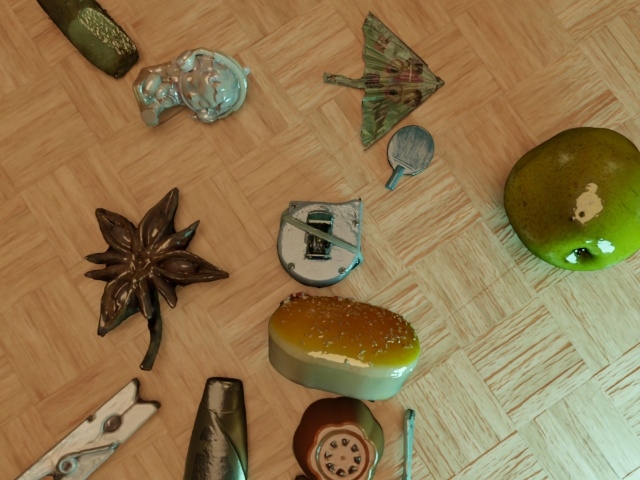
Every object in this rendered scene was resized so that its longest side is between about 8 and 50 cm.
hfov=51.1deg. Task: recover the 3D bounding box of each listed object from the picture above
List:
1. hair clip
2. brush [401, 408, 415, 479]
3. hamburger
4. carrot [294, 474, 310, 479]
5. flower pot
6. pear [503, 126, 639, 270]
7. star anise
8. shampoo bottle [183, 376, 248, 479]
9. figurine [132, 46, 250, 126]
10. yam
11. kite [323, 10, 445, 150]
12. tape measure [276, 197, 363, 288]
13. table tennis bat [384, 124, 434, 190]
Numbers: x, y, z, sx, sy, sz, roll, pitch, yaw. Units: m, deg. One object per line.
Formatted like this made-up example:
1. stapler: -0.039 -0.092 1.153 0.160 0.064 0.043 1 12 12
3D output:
1. hair clip: -0.470 0.417 1.328 0.330 0.085 0.101 -42 87 -7
2. brush: 0.155 0.489 1.346 0.060 0.068 0.297 0 78 21
3. hamburger: 0.042 0.198 1.296 0.295 0.227 0.152 15 106 -2
4. carrot: 0.004 0.538 1.345 0.035 0.036 0.165 -41 87 -5
5. flower pot: 0.039 0.400 1.294 0.190 0.173 0.191 0 81 -2
6. pear: 0.507 -0.075 1.310 0.293 0.294 0.295 0 83 -1
7. star anise: -0.352 0.063 1.365 0.292 0.109 0.350 -37 74 2
8. shampoo bottle: -0.207 0.451 1.328 0.125 0.084 0.351 4 83 -3
9. figurine: -0.261 -0.318 1.391 0.236 0.163 0.141 -8 41 -3
10. yam: -0.506 -0.469 1.432 0.106 0.106 0.259 -42 84 -5
11. kite: 0.140 -0.350 1.466 0.267 0.013 0.323 0 81 -2
12. tape measure: -0.001 0.005 1.376 0.181 0.107 0.181 -2 76 -4
13. table tennis bat: 0.185 -0.178 1.443 0.100 0.019 0.155 29 82 3
